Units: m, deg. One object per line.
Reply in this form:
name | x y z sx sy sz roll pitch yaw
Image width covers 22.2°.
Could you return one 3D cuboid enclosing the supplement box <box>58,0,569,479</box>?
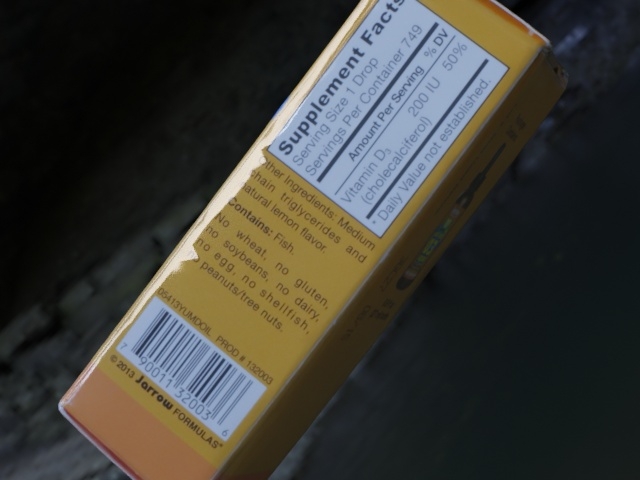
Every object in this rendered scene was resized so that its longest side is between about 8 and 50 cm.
supplement box | 0.000 0.000 0.659 0.233 0.080 0.078 -51 -14 5
